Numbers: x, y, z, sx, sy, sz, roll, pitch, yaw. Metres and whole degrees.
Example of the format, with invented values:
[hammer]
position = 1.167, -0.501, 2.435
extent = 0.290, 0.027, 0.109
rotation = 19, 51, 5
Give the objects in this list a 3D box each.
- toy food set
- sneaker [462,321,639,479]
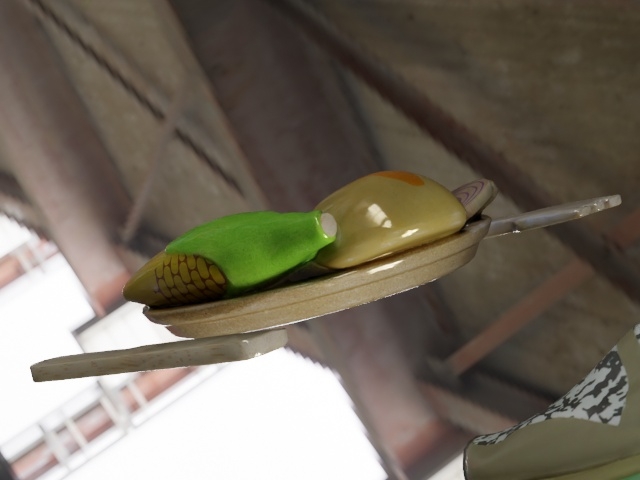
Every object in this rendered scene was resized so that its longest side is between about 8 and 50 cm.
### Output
[toy food set]
position = 0.000, 0.000, 0.558
extent = 0.132, 0.192, 0.038
rotation = -11, -84, 44
[sneaker]
position = 0.216, -0.023, 0.703
extent = 0.182, 0.410, 0.158
rotation = 59, 21, 9
